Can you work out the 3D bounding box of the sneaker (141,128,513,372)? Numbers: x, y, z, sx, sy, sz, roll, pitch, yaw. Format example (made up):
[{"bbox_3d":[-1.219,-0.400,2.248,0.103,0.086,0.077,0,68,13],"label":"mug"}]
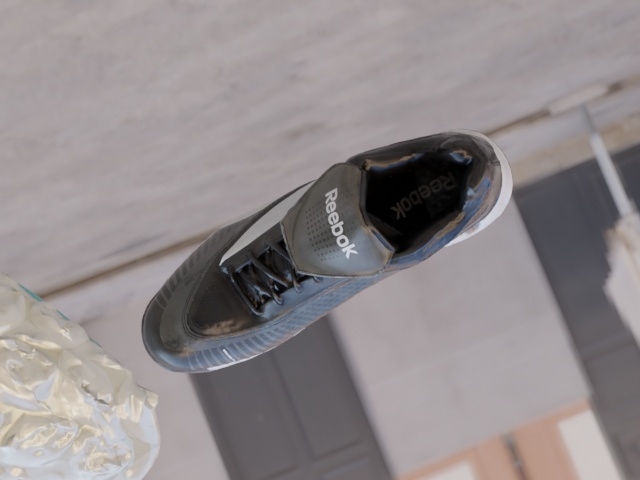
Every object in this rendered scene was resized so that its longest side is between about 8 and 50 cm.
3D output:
[{"bbox_3d":[0.000,0.000,0.881,0.234,0.078,0.106,-28,174,0],"label":"sneaker"}]

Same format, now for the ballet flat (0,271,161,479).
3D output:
[{"bbox_3d":[-0.268,0.035,0.672,0.147,0.409,0.147,-59,-174,11],"label":"ballet flat"}]
